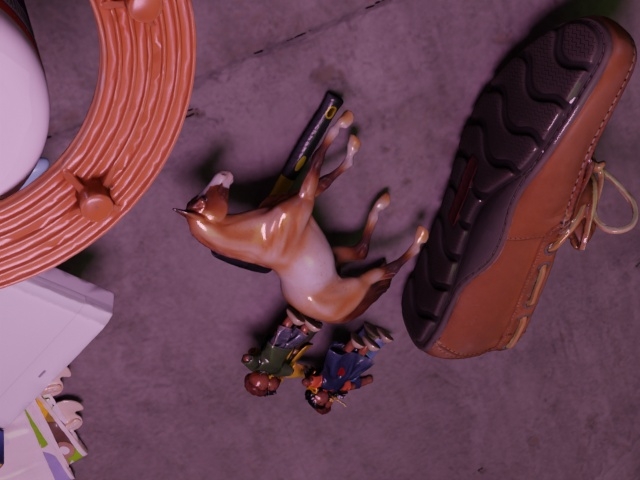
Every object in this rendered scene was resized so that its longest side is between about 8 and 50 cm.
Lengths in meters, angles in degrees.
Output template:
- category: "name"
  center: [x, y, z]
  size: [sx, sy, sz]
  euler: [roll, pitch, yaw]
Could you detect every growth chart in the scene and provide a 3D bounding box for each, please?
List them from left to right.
- category: "growth chart"
  center: [-0.312, 0.201, 1.449]
  size: [0.172, 0.021, 0.237]
  euler: [-15, 127, -10]

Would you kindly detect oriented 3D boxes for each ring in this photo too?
- category: "ring"
  center: [-0.235, -0.096, 0.854]
  size: [0.336, 0.032, 0.337]
  euler: [-10, 126, -14]

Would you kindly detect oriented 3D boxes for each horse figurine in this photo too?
- category: "horse figurine"
  center: [0.000, 0.000, 1.358]
  size: [0.174, 0.066, 0.263]
  euler: [-47, 135, -12]

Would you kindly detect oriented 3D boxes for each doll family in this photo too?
- category: "doll family"
  center: [-0.008, 0.125, 1.472]
  size: [0.193, 0.076, 0.111]
  euler: [23, 109, -34]

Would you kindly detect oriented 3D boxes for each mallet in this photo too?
- category: "mallet"
  center: [-0.026, -0.050, 1.370]
  size: [0.062, 0.039, 0.190]
  euler: [29, 106, -35]

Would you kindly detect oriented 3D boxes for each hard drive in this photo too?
- category: "hard drive"
  center: [-0.363, 0.053, 1.271]
  size: [0.307, 0.040, 0.203]
  euler: [25, 130, -28]

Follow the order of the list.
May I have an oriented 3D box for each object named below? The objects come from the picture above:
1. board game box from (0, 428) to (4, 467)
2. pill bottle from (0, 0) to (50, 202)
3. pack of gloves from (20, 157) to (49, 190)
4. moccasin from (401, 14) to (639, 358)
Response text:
- category: "board game box"
  center: [-0.427, 0.241, 1.389]
  size: [0.165, 0.042, 0.243]
  euler: [22, 127, -30]
- category: "pill bottle"
  center: [-0.295, -0.152, 1.018]
  size: [0.181, 0.323, 0.181]
  euler: [-9, 125, -13]
- category: "pack of gloves"
  center: [-0.327, -0.056, 1.159]
  size: [0.232, 0.046, 0.195]
  euler: [-31, 108, -24]
- category: "moccasin"
  center: [0.205, -0.038, 1.391]
  size: [0.147, 0.139, 0.380]
  euler: [5, 122, -23]
